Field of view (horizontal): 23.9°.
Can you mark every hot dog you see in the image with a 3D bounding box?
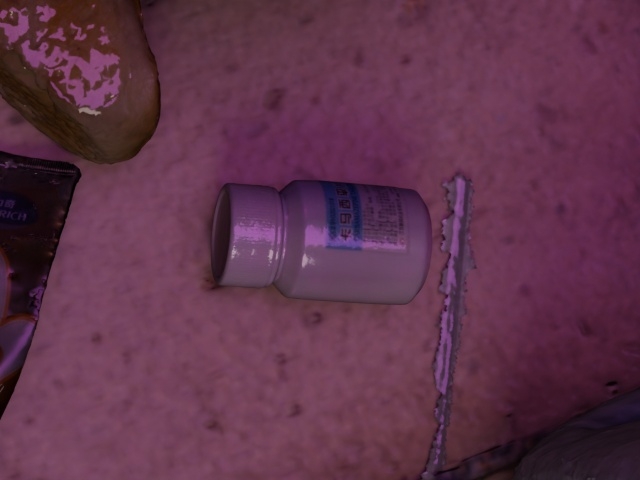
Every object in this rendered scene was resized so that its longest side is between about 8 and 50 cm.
[{"bbox_3d":[-0.157,-0.127,0.615,0.242,0.084,0.073,38,72,-8],"label":"hot dog"}]

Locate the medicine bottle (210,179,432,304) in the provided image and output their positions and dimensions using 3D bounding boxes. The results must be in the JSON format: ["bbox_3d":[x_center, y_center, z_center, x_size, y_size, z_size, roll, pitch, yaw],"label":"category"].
[{"bbox_3d":[0.000,0.000,0.656,0.089,0.052,0.052,4,82,-14],"label":"medicine bottle"}]

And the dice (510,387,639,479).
[{"bbox_3d":[0.240,0.172,0.588,0.262,0.264,0.268,-17,89,-17],"label":"dice"}]

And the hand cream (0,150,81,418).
[{"bbox_3d":[-0.147,0.038,0.622,0.062,0.039,0.163,11,78,3],"label":"hand cream"}]

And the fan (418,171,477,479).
[{"bbox_3d":[0.049,0.130,0.676,0.190,0.009,0.329,10,81,-13],"label":"fan"}]
